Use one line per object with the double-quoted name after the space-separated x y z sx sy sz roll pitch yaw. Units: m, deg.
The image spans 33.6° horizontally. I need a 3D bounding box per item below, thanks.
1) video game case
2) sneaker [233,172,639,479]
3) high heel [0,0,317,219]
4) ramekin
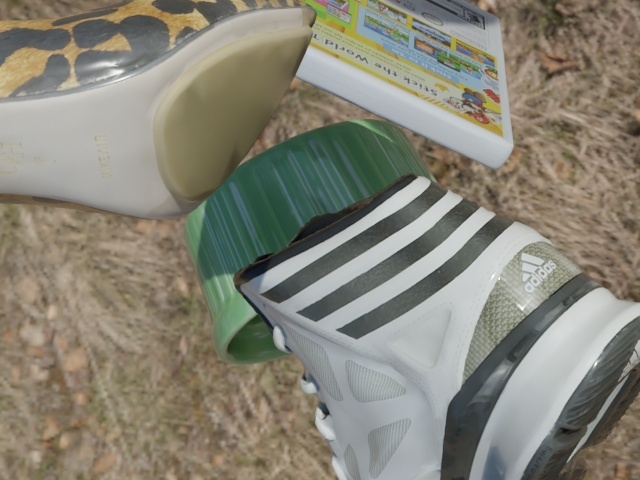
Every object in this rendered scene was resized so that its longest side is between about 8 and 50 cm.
0.028 -0.154 0.748 0.026 0.227 0.206 -59 12 34 "video game case"
0.057 0.123 0.780 0.257 0.169 0.448 41 141 23 "sneaker"
-0.131 -0.070 0.404 0.186 0.261 0.093 30 135 18 "high heel"
0.000 0.000 1.149 0.303 0.303 0.148 -42 67 42 "ramekin"
